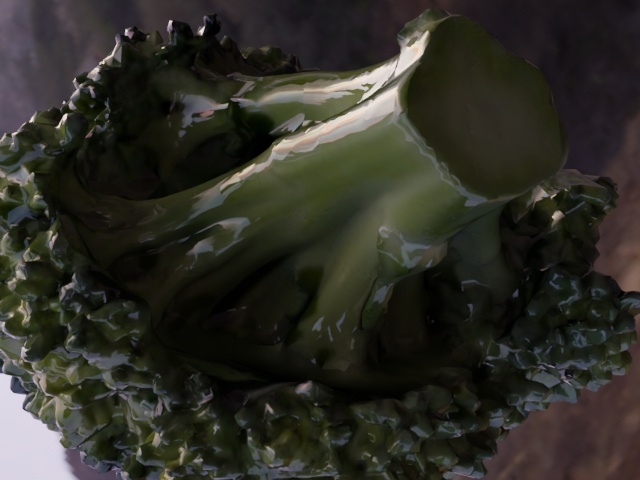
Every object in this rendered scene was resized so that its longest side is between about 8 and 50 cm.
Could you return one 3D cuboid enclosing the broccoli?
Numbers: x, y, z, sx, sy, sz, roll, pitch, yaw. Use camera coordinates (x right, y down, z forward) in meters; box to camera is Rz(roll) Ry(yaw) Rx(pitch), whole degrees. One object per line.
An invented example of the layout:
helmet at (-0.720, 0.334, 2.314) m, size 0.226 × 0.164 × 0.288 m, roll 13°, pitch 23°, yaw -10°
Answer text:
broccoli at (-0.001, 0.015, 0.741) m, size 0.260 × 0.288 × 0.235 m, roll 10°, pitch 124°, yaw 49°
